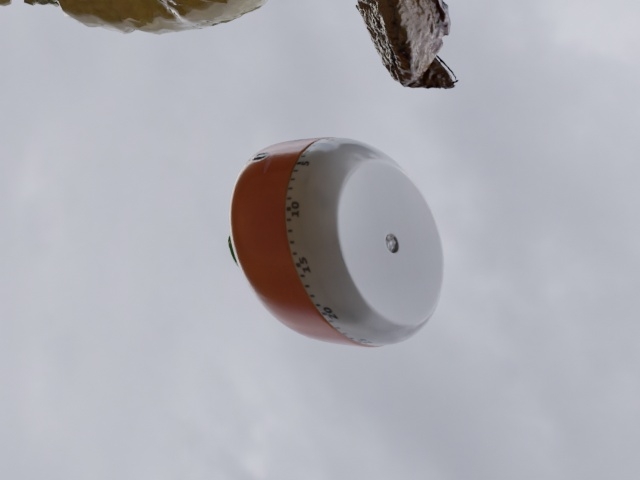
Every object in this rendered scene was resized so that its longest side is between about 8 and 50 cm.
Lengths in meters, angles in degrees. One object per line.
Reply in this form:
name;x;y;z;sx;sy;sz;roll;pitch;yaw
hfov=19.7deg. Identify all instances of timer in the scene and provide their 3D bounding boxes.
timer;0.000;0.000;1.057;0.136;0.099;0.136;33;-40;33

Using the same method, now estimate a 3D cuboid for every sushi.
sushi;0.050;-0.132;1.045;0.050;0.047;0.099;42;-27;49

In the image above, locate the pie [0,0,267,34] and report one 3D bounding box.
pie;-0.114;-0.191;0.559;0.339;0.339;0.083;-17;-141;51
